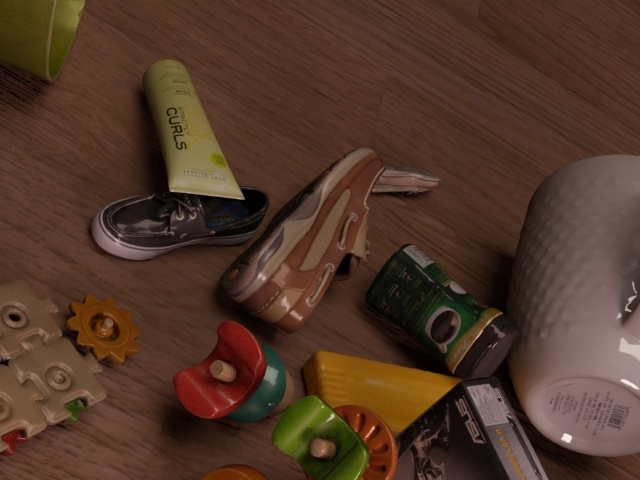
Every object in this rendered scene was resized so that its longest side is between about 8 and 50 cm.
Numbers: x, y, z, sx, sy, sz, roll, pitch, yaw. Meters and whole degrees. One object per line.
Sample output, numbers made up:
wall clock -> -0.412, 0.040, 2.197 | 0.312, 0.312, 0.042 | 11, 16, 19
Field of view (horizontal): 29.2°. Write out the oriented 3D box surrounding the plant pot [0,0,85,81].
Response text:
plant pot -> -0.414, -0.353, 1.395 | 0.293, 0.275, 0.275 | 15, 46, -7

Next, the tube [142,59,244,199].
tube -> -0.161, -0.129, 1.481 | 0.062, 0.070, 0.240 | 63, 3, -45

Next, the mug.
mug -> 0.386, 0.069, 1.549 | 0.276, 0.374, 0.328 | 22, 50, 0

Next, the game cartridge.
game cartridge -> 0.127, 0.291, 1.399 | 0.285, 0.053, 0.324 | 14, 50, -29

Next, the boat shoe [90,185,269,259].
boat shoe -> -0.155, -0.031, 1.433 | 0.228, 0.076, 0.080 | -1, 57, -39

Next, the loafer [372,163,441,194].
loafer -> 0.113, -0.082, 1.722 | 0.125, 0.039, 0.045 | 6, 19, -38

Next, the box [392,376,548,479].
box -> 0.158, 0.283, 1.255 | 0.056, 0.183, 0.231 | -1, 56, -40

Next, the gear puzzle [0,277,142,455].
gear puzzle -> -0.314, 0.123, 1.212 | 0.175, 0.044, 0.339 | 51, 39, 12

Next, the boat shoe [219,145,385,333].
boat shoe -> 0.000, 0.000, 1.509 | 0.116, 0.123, 0.324 | 46, 47, -6

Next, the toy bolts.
toy bolts -> -0.051, 0.214, 1.283 | 0.228, 0.218, 0.158 | 50, 7, 27

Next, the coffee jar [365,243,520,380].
coffee jar -> 0.152, 0.093, 1.521 | 0.184, 0.096, 0.079 | 39, 18, 18
